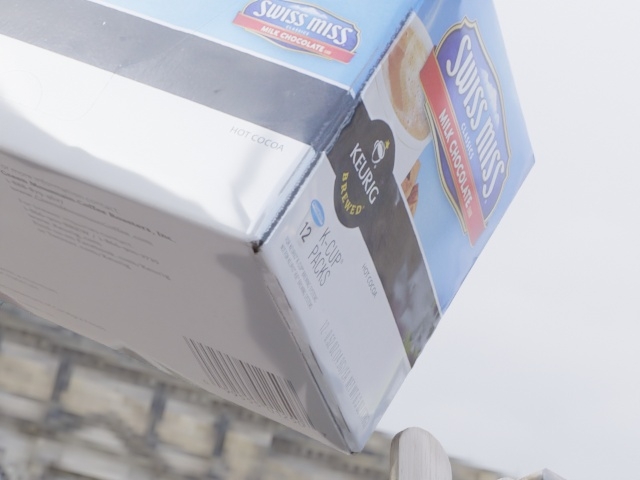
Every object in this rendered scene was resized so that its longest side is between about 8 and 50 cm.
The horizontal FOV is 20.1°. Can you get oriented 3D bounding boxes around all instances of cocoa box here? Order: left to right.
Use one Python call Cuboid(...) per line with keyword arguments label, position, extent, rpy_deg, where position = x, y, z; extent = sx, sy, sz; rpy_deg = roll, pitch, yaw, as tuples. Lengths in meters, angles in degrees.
Cuboid(label="cocoa box", position=(-0.088, -0.076, 1.048), extent=(0.347, 0.228, 0.231), rpy_deg=(21, -26, 28))

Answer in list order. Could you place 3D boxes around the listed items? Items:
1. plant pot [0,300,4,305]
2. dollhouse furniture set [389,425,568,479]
Cuboid(label="plant pot", position=(-0.380, 0.002, 1.455), extent=(0.165, 0.166, 0.234), rpy_deg=(49, 12, 18))
Cuboid(label="dollhouse furniture set", position=(0.046, 0.194, 1.091), extent=(0.242, 0.161, 0.212), rpy_deg=(32, -46, -33))
